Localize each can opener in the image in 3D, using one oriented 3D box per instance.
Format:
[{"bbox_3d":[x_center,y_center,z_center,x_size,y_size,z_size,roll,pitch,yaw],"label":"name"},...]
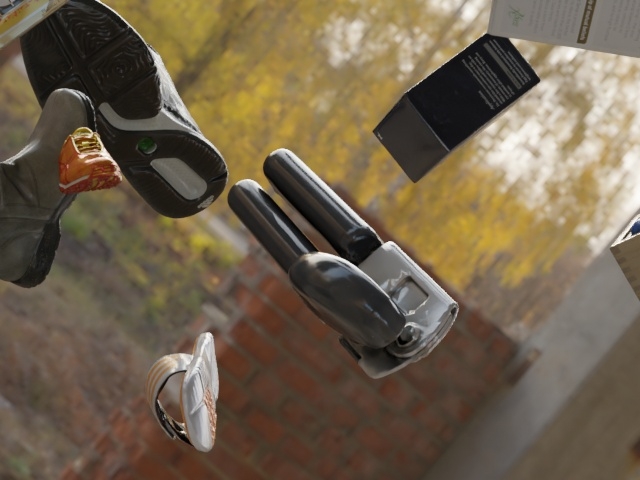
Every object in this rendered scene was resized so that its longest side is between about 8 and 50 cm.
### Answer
[{"bbox_3d":[0.000,0.000,1.052,0.095,0.076,0.283,51,-2,-37],"label":"can opener"}]

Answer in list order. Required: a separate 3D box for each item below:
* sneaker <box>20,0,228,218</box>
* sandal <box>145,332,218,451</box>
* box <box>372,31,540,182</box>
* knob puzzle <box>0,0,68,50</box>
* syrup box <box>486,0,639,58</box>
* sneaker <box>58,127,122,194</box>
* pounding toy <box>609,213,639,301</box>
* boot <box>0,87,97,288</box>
[{"bbox_3d":[-0.314,-0.234,2.118,0.257,0.169,0.447,55,1,42],"label":"sneaker"},{"bbox_3d":[-0.163,0.178,1.735,0.265,0.076,0.102,-94,176,-80],"label":"sandal"},{"bbox_3d":[0.166,-0.167,1.846,0.093,0.158,0.156,52,-17,2],"label":"box"},{"bbox_3d":[-0.359,-0.266,1.427,0.213,0.213,0.030,41,-5,3],"label":"knob puzzle"},{"bbox_3d":[0.271,-0.221,1.287,0.236,0.093,0.096,10,-44,4],"label":"syrup box"},{"bbox_3d":[-0.250,-0.084,1.559,0.064,0.067,0.175,-7,7,-19],"label":"sneaker"},{"bbox_3d":[0.398,-0.023,1.603,0.100,0.141,0.130,59,33,-4],"label":"pounding toy"},{"bbox_3d":[-0.351,-0.074,1.664,0.083,0.247,0.161,9,-10,42],"label":"boot"}]
